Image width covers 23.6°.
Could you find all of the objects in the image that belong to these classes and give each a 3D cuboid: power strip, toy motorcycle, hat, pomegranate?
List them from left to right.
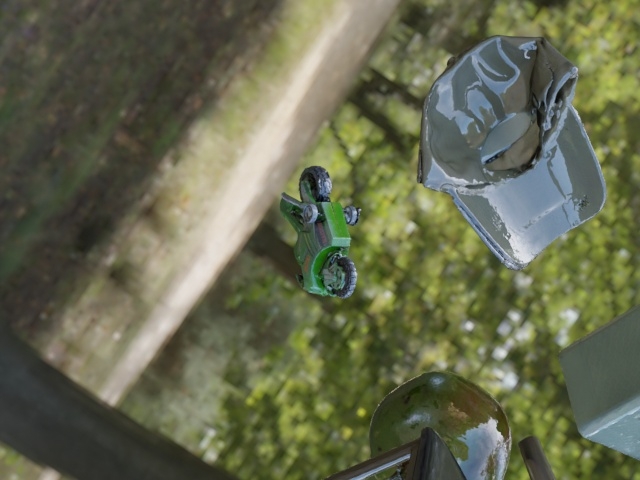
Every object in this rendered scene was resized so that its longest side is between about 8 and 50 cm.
[{"bbox_3d":[0.000,0.000,1.956,0.106,0.074,0.190,-48,-130,46],"label":"toy motorcycle"},{"bbox_3d":[0.136,0.264,1.856,0.181,0.181,0.224,-56,178,31],"label":"pomegranate"},{"bbox_3d":[0.142,-0.062,1.202,0.147,0.175,0.085,-33,-146,-4],"label":"hat"},{"bbox_3d":[0.444,0.168,1.983,0.224,0.140,0.139,-37,-136,33],"label":"power strip"}]

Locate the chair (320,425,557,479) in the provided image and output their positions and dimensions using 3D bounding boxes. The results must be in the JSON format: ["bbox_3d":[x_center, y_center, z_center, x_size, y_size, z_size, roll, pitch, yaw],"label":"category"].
[{"bbox_3d":[0.108,0.257,1.205,0.272,0.188,0.166,-26,-163,21],"label":"chair"}]
